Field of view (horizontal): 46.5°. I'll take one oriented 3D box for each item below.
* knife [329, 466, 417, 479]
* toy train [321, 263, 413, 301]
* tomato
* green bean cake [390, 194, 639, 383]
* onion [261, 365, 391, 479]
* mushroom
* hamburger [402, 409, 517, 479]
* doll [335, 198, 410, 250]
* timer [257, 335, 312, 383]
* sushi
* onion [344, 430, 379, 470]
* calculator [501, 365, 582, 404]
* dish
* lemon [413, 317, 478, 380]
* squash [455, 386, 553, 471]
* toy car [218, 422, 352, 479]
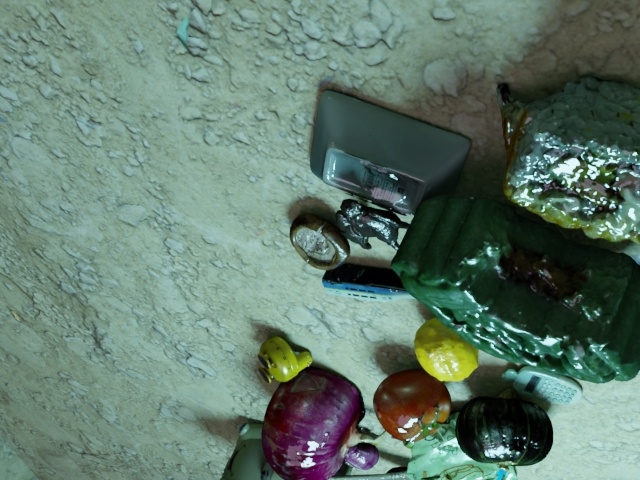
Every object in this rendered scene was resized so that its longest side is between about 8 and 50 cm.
[{"bbox_3d":[0.120,0.593,1.871,0.366,0.043,0.089,1,137,-11],"label":"knife"},{"bbox_3d":[0.120,0.084,1.389,0.234,0.052,0.051,6,140,24],"label":"toy train"},{"bbox_3d":[0.190,0.344,1.566,0.167,0.167,0.167,16,141,14],"label":"tomato"},{"bbox_3d":[0.297,0.072,1.092,0.308,0.169,0.300,38,160,-33],"label":"green bean cake"},{"bbox_3d":[-0.028,0.448,1.752,0.273,0.230,0.256,-1,134,42],"label":"onion"},{"bbox_3d":[0.000,0.000,1.363,0.123,0.052,0.123,19,137,19],"label":"mushroom"},{"bbox_3d":[0.285,0.488,1.672,0.276,0.150,0.260,-6,130,36],"label":"hamburger"},{"bbox_3d":[0.080,-0.027,1.217,0.139,0.057,0.165,8,163,46],"label":"doll"},{"bbox_3d":[-0.085,0.267,1.703,0.107,0.109,0.107,40,146,35],"label":"timer"},{"bbox_3d":[0.344,-0.106,0.969,0.274,0.139,0.184,17,139,13],"label":"sushi"},{"bbox_3d":[0.096,0.522,1.873,0.115,0.115,0.104,30,98,-3],"label":"onion"},{"bbox_3d":[0.432,0.281,1.453,0.153,0.021,0.095,18,141,11],"label":"calculator"},{"bbox_3d":[0.091,-0.111,1.162,0.243,0.080,0.181,20,141,8],"label":"dish"},{"bbox_3d":[0.240,0.209,1.410,0.114,0.114,0.155,-10,134,38],"label":"lemon"},{"bbox_3d":[0.367,0.383,1.495,0.193,0.155,0.193,-16,159,-6],"label":"squash"},{"bbox_3d":[-0.099,0.640,1.996,0.336,0.242,0.226,19,144,8],"label":"toy car"}]
